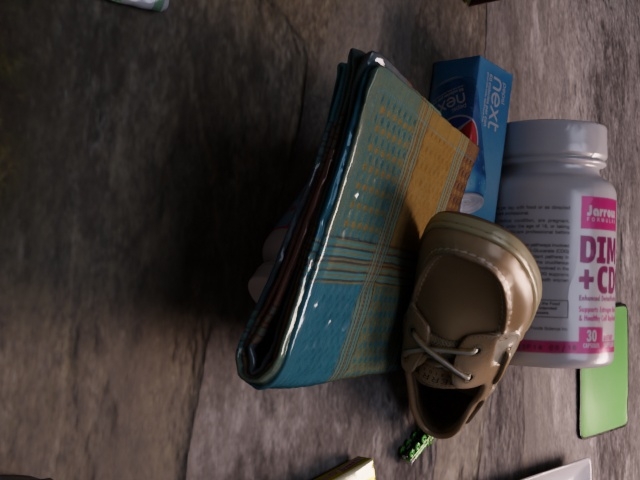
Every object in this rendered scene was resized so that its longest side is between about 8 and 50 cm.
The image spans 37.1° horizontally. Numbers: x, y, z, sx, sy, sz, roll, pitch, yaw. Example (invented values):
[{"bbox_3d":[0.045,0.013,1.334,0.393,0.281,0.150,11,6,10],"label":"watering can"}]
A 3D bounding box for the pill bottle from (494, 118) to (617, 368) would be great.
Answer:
[{"bbox_3d":[0.270,0.005,1.139,0.160,0.160,0.282,3,87,-46],"label":"pill bottle"}]

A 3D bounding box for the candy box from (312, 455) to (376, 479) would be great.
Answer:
[{"bbox_3d":[0.026,0.337,0.978,0.105,0.027,0.205,-14,101,-44],"label":"candy box"}]

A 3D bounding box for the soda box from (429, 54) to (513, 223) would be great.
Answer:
[{"bbox_3d":[0.163,-0.099,1.096,0.071,0.067,0.210,18,76,-45],"label":"soda box"}]

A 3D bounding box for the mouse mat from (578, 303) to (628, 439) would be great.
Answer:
[{"bbox_3d":[0.418,0.190,1.405,0.153,0.007,0.189,0,91,-46],"label":"mouse mat"}]

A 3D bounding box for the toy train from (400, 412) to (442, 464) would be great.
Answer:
[{"bbox_3d":[0.118,0.224,1.083,0.083,0.017,0.023,-41,129,-38],"label":"toy train"}]

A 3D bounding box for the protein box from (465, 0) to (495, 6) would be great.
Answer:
[{"bbox_3d":[0.234,-0.422,1.121,0.201,0.136,0.199,-51,124,-33],"label":"protein box"}]

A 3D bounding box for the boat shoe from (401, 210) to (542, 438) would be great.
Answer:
[{"bbox_3d":[0.140,0.099,0.948,0.110,0.122,0.341,-60,158,-27],"label":"boat shoe"}]

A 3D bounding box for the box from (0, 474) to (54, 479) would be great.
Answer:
[{"bbox_3d":[-0.242,0.330,0.672,0.067,0.063,0.323,16,79,-44],"label":"box"}]

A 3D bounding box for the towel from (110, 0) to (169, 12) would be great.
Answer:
[{"bbox_3d":[-0.182,-0.255,0.767,0.152,0.023,0.113,6,85,-46],"label":"towel"}]

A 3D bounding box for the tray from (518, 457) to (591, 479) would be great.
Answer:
[{"bbox_3d":[0.275,0.372,1.237,0.270,0.030,0.145,1,90,-46],"label":"tray"}]

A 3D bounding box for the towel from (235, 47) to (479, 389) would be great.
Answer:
[{"bbox_3d":[0.053,0.001,0.870,0.370,0.040,0.271,13,97,-69],"label":"towel"}]

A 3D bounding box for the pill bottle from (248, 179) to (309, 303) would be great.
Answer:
[{"bbox_3d":[0.000,0.000,0.910,0.087,0.087,0.160,56,53,-30],"label":"pill bottle"}]
